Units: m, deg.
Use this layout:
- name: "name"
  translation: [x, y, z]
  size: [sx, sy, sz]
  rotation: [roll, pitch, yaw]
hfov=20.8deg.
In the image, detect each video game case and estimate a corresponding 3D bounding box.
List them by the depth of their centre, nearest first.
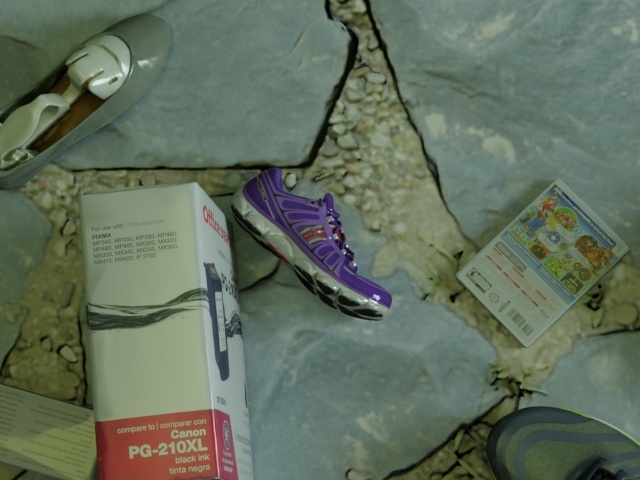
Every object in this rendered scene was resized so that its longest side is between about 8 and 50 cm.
- name: "video game case"
  translation: [0.187, 0.019, 1.472]
  size: [0.122, 0.011, 0.087]
  rotation: [-43, 77, -2]

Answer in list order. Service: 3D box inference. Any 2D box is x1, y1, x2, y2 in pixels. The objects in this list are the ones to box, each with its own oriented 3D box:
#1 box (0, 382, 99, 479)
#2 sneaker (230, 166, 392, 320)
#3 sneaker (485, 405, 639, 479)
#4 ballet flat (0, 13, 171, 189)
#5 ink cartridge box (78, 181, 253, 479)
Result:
- name: "box"
  translation: [-0.331, 0.139, 1.487]
  size: [0.324, 0.063, 0.067]
  rotation: [14, 83, 9]
- name: "sneaker"
  translation: [0.000, 0.000, 1.472]
  size: [0.170, 0.068, 0.071]
  rotation: [43, 81, 13]
- name: "sneaker"
  translation: [0.264, 0.224, 1.367]
  size: [0.300, 0.121, 0.111]
  rotation: [31, 84, 12]
- name: "ballet flat"
  translation: [-0.217, -0.124, 1.520]
  size: [0.213, 0.068, 0.072]
  rotation: [-41, 78, -2]
- name: "ink cartridge box"
  translation: [-0.122, 0.085, 1.415]
  size: [0.100, 0.172, 0.237]
  rotation: [-7, 78, 5]
